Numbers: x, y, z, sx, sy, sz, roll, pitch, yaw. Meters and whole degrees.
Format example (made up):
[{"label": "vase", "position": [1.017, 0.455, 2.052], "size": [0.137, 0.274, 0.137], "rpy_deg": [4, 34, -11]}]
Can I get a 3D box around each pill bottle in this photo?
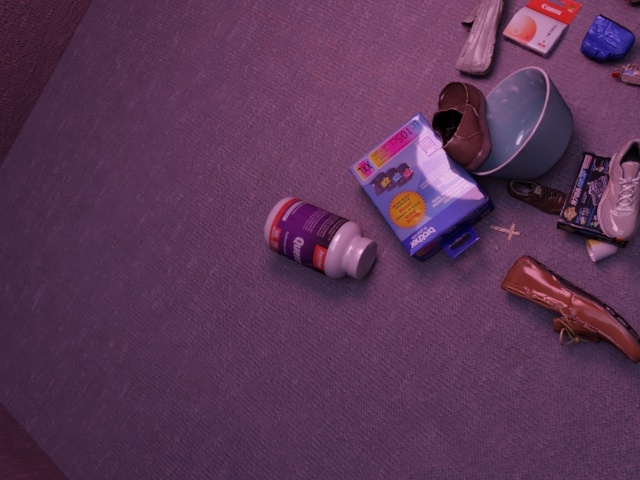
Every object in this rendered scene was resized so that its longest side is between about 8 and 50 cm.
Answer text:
[{"label": "pill bottle", "position": [0.000, 0.000, 1.846], "size": [0.323, 0.181, 0.181], "rpy_deg": [24, 91, 25]}]

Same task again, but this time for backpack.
[{"label": "backpack", "position": [0.774, -0.533, 1.654], "size": [0.120, 0.098, 0.101], "rpy_deg": [30, 103, 12]}]

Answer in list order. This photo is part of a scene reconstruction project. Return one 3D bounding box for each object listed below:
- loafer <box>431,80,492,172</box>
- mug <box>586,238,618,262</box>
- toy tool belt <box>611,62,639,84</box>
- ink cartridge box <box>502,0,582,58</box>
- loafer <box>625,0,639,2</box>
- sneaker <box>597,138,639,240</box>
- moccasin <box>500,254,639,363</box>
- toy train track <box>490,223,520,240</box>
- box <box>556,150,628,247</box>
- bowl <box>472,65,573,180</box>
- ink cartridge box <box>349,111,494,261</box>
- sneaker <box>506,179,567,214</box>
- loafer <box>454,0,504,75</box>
[{"label": "loafer", "position": [0.377, -0.343, 1.687], "size": [0.134, 0.130, 0.366], "rpy_deg": [-51, 25, 33]}, {"label": "mug", "position": [0.733, 0.012, 1.594], "size": [0.064, 0.062, 0.078], "rpy_deg": [-18, 107, 12]}, {"label": "toy tool belt", "position": [0.830, -0.450, 1.644], "size": [0.083, 0.052, 0.051], "rpy_deg": [20, 59, 22]}, {"label": "ink cartridge box", "position": [0.636, -0.632, 1.756], "size": [0.145, 0.045, 0.179], "rpy_deg": [36, 98, 24]}, {"label": "loafer", "position": [0.919, -0.709, 1.625], "size": [0.268, 0.092, 0.102], "rpy_deg": [-14, 66, 4]}, {"label": "sneaker", "position": [0.744, -0.130, 1.499], "size": [0.099, 0.121, 0.262], "rpy_deg": [8, 71, 18]}, {"label": "moccasin", "position": [0.637, 0.190, 1.565], "size": [0.380, 0.139, 0.147], "rpy_deg": [37, 97, 24]}, {"label": "toy train track", "position": [0.518, -0.029, 1.721], "size": [0.083, 0.014, 0.048], "rpy_deg": [16, 88, 25]}, {"label": "box", "position": [0.735, -0.110, 1.590], "size": [0.175, 0.051, 0.220], "rpy_deg": [19, 75, 22]}, {"label": "bowl", "position": [0.543, -0.283, 1.631], "size": [0.311, 0.163, 0.311], "rpy_deg": [-50, 26, 34]}, {"label": "ink cartridge box", "position": [0.306, -0.126, 1.758], "size": [0.270, 0.151, 0.395], "rpy_deg": [-39, 70, 13]}, {"label": "sneaker", "position": [0.598, -0.120, 1.670], "size": [0.188, 0.071, 0.066], "rpy_deg": [19, 89, 25]}, {"label": "loafer", "position": [0.470, -0.643, 1.792], "size": [0.111, 0.112, 0.319], "rpy_deg": [12, 87, 16]}]
